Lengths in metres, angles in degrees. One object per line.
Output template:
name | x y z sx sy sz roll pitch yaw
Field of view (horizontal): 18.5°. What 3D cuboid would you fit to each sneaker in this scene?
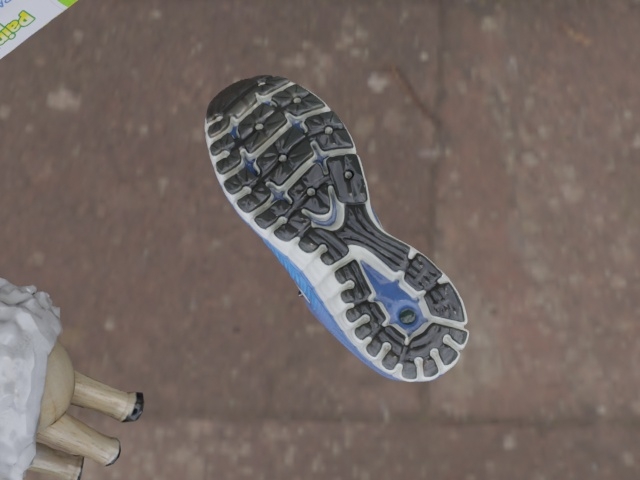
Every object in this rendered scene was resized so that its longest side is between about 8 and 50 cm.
sneaker | 0.000 0.000 1.780 0.130 0.147 0.330 -31 81 -15

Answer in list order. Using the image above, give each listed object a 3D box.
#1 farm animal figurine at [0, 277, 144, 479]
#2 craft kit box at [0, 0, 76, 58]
farm animal figurine | -0.249 0.184 0.857 0.172 0.330 0.327 28 153 -23
craft kit box | -0.296 -0.208 1.398 0.247 0.250 0.061 -35 144 2
